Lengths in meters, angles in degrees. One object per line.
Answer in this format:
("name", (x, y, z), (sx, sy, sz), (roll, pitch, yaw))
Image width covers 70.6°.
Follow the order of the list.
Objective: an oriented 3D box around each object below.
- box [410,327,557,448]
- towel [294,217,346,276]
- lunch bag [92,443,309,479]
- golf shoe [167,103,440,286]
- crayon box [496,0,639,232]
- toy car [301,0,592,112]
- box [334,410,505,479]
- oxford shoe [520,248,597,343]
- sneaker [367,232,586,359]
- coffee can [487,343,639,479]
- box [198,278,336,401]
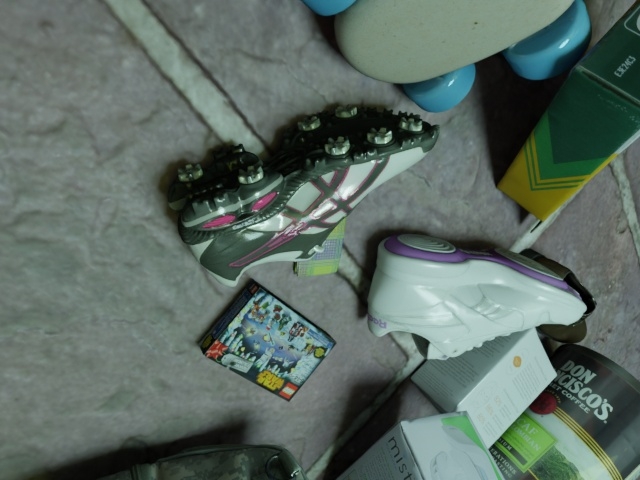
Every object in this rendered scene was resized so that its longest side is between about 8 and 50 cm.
("box", (0.245, 0.202, 0.675), (0.170, 0.091, 0.130), (-42, 121, -8))
("towel", (0.000, 0.000, 0.519), (0.060, 0.009, 0.083), (-4, 110, -28))
("lunch bag", (-0.129, 0.382, 0.468), (0.256, 0.212, 0.305), (-7, 112, -25))
("golf shoe", (-0.007, -0.053, 0.455), (0.273, 0.105, 0.120), (-22, 129, -12))
("crayon box", (0.325, -0.148, 0.526), (0.203, 0.083, 0.323), (-46, 163, -7))
("toy car", (0.114, -0.282, 0.406), (0.219, 0.210, 0.238), (21, 68, -45))
("box", (0.132, 0.381, 0.537), (0.126, 0.262, 0.231), (6, 131, -31))
("oxford shoe", (0.386, 0.111, 0.717), (0.083, 0.096, 0.227), (-51, 125, -5))
("sneaker", (0.198, 0.083, 0.595), (0.305, 0.114, 0.152), (11, 107, -15))
("coffee can", (0.371, 0.330, 0.720), (0.275, 0.201, 0.201), (-37, 121, -10))
("box", (-0.056, 0.119, 0.521), (0.094, 0.027, 0.137), (-50, 123, -2))
